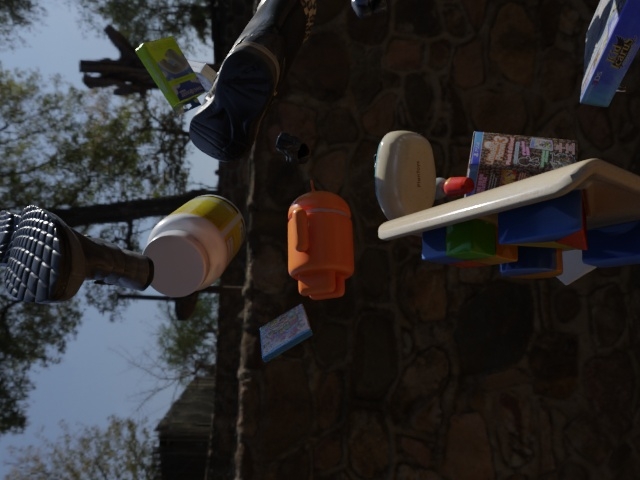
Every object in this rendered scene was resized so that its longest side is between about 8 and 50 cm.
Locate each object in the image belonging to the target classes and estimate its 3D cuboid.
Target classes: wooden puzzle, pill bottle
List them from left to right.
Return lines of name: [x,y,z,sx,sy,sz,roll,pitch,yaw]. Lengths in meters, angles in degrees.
pill bottle: [-0.303,0.009,1.251,0.334,0.187,0.188,-78,-9,-74]
wooden puzzle: [0.304,-0.004,0.696,0.322,0.347,0.081,-18,69,57]

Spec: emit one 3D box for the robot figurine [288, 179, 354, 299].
robot figurine: [0.000,0.001,0.993,0.128,0.157,0.220,-33,55,59]

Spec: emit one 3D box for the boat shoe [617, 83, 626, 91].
boat shoe: [0.851,-0.472,1.522,0.125,0.046,0.038,-115,29,-51]

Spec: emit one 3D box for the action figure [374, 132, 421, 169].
action figure: [0.297,-0.299,1.876,0.141,0.164,0.275,58,-143,-4]

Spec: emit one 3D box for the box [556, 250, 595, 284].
box: [0.864,-0.049,1.739,0.215,0.168,0.345,-50,0,41]

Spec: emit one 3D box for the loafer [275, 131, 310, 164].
loafer: [-0.055,-0.222,1.303,0.062,0.061,0.170,-71,-17,3]

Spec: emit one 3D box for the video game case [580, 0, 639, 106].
video game case: [0.588,-0.444,1.001,0.270,0.061,0.245,85,-156,-56]

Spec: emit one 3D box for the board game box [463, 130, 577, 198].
board game box: [0.590,-0.184,1.559,0.232,0.290,0.141,79,-155,-54]

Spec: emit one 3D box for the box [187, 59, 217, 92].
box: [-0.368,-0.517,1.652,0.145,0.186,0.038,33,-95,-48]

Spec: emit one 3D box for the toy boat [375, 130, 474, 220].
toy boat: [0.272,-0.157,1.438,0.148,0.317,0.268,0,87,57]

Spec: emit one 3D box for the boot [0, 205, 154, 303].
boot: [-0.346,0.030,0.780,0.338,0.222,0.118,17,87,49]

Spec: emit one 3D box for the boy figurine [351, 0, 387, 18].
boy figurine: [0.143,-0.733,1.370,0.285,0.177,0.092,87,163,-71]

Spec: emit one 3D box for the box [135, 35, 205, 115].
box: [-0.366,-0.412,1.292,0.178,0.042,0.109,59,-142,-14]

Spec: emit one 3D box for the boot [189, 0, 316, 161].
boot: [-0.144,-0.353,1.102,0.377,0.138,0.284,-43,22,59]

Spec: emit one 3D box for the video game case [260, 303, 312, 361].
video game case: [-0.081,0.205,1.168,0.015,0.119,0.166,60,179,-16]
